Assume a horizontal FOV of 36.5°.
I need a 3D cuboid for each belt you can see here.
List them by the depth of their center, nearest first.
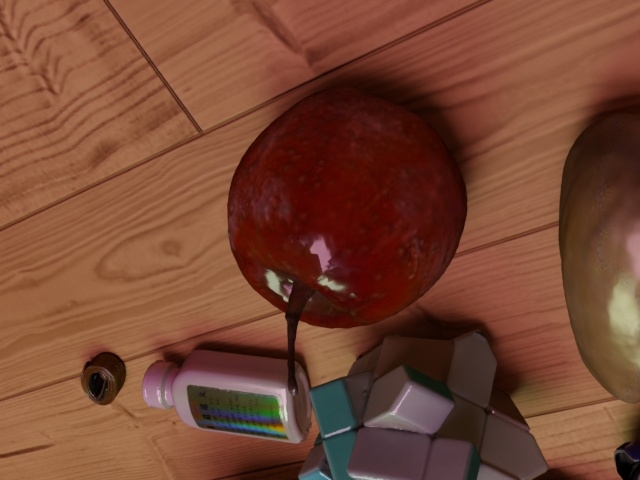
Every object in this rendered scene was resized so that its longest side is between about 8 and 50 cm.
[{"bbox_3d":[-0.310,0.197,1.377,0.059,0.036,0.083,25,130,3],"label":"belt"}]

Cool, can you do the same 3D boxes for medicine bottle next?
[{"bbox_3d":[-0.125,0.201,1.279,0.219,0.078,0.115,5,130,19],"label":"medicine bottle"}]

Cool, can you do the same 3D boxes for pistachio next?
[{"bbox_3d":[0.304,0.016,0.911,0.181,0.162,0.293,20,137,42],"label":"pistachio"}]

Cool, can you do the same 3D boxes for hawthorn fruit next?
[{"bbox_3d":[0.015,-0.032,0.949,0.235,0.263,0.231,39,113,25],"label":"hawthorn fruit"}]

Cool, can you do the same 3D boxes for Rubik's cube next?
[{"bbox_3d":[0.114,0.211,1.106,0.265,0.224,0.213,34,147,-9],"label":"Rubik's cube"}]

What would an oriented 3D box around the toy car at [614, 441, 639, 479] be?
[{"bbox_3d":[0.441,0.299,1.073,0.235,0.158,0.172,49,172,30],"label":"toy car"}]
